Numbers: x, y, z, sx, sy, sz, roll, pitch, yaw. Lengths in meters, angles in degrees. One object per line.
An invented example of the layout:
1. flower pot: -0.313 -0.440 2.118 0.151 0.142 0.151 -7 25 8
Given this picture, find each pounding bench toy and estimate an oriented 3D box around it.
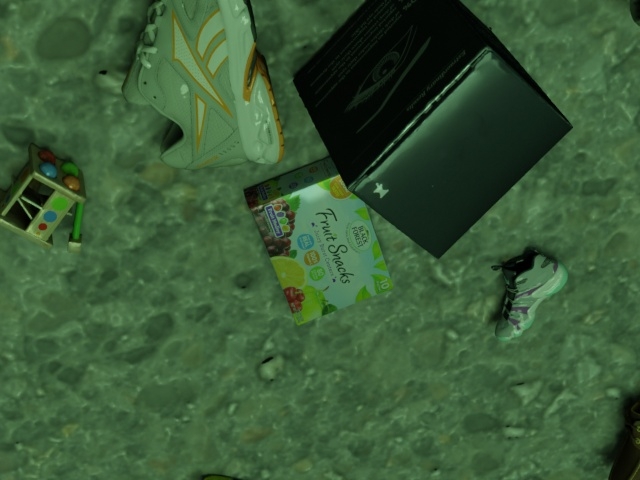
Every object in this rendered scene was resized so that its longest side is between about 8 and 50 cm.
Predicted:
1. pounding bench toy: -0.224 -0.033 1.154 0.083 0.052 0.065 31 110 -29

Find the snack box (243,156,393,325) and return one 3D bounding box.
1. snack box: 0.000 0.000 1.243 0.100 0.037 0.141 -22 125 -2

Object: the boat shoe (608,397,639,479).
1. boat shoe: 0.353 0.196 1.449 0.060 0.064 0.178 20 108 -19

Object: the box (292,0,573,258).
1. box: 0.083 -0.111 1.091 0.108 0.207 0.153 37 107 -31

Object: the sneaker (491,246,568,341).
1. sneaker: 0.188 0.048 1.326 0.069 0.038 0.098 33 99 -28

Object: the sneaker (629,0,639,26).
1. sneaker: 0.345 -0.226 1.155 0.330 0.122 0.146 29 125 -26

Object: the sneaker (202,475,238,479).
1. sneaker: -0.067 0.290 1.403 0.144 0.053 0.059 20 114 -16

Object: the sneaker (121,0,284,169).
1. sneaker: -0.110 -0.161 1.080 0.121 0.099 0.262 -14 123 0
